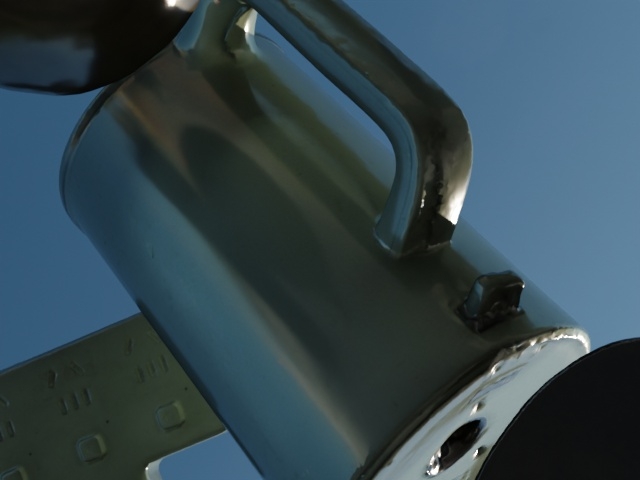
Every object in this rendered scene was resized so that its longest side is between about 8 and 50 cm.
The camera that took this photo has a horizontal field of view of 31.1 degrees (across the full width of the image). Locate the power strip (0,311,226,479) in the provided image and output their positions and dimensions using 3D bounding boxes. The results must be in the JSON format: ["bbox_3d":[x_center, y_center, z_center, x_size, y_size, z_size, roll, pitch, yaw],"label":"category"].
[{"bbox_3d":[-0.189,0.180,0.993,0.265,0.059,0.193,-23,-100,6],"label":"power strip"}]

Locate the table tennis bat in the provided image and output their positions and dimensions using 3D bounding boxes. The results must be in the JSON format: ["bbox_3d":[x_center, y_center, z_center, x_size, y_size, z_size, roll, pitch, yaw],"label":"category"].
[{"bbox_3d":[0.131,0.185,0.577,0.022,0.173,0.301,-2,-51,-54],"label":"table tennis bat"}]

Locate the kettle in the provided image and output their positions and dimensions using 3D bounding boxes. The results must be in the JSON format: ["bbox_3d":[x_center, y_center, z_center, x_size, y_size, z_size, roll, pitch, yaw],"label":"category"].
[{"bbox_3d":[-0.012,0.011,0.719,0.205,0.318,0.265,-37,-30,-8],"label":"kettle"}]

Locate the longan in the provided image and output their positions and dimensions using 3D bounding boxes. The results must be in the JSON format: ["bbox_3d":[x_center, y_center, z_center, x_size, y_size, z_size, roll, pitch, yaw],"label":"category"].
[{"bbox_3d":[-0.134,-0.175,0.575,0.185,0.159,0.204,34,-90,-36],"label":"longan"}]
